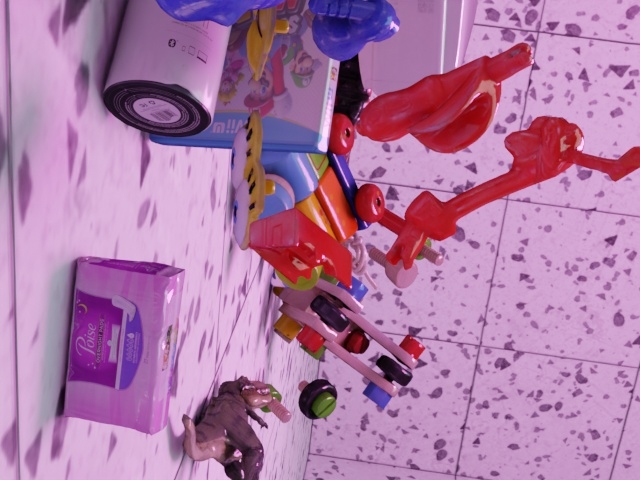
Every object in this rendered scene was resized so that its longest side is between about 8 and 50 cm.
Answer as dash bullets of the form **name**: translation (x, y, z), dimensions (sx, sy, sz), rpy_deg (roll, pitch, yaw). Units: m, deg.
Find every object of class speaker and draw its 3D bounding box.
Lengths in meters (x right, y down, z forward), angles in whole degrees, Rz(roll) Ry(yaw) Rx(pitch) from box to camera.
- **speaker**: translation (-0.070, -0.125, 0.520), dimensions (0.055, 0.055, 0.136), rpy_deg (90, 8, -68)

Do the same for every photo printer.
- **photo printer**: translation (0.112, -0.303, 1.052), dimensions (0.307, 0.107, 0.256), rpy_deg (-64, 157, -64)

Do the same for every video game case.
- **video game case**: translation (-0.038, -0.134, 0.573), dimensions (0.015, 0.119, 0.166), rpy_deg (12, 86, -58)

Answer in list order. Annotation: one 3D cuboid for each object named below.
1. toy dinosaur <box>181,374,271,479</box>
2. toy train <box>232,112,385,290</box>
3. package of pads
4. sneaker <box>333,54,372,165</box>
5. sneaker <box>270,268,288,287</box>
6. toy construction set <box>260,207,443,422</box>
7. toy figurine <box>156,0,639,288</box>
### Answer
- **toy dinosaur**: translation (-0.076, 0.192, 0.917), dimensions (0.118, 0.064, 0.268), rpy_deg (60, 4, 3)
- **toy train**: translation (0.000, 0.000, 1.037), dimensions (0.248, 0.105, 0.143), rpy_deg (64, 34, -30)
- **package of pads**: translation (-0.097, 0.050, 0.496), dimensions (0.032, 0.050, 0.083), rpy_deg (-40, 138, -77)
- **sneaker**: translation (-0.005, -0.125, 1.150), dimensions (0.135, 0.098, 0.276), rpy_deg (-80, -175, -67)
- **sneaker**: translation (-0.046, -0.007, 1.286), dimensions (0.053, 0.059, 0.144), rpy_deg (26, 52, -54)
- **toy construction set**: translation (0.018, 0.075, 1.472), dimensions (0.237, 0.257, 0.308), rpy_deg (36, -71, 43)
- **toy figurine**: translation (-0.008, -0.190, 0.396), dimensions (0.217, 0.191, 0.362), rpy_deg (38, 47, -46)
